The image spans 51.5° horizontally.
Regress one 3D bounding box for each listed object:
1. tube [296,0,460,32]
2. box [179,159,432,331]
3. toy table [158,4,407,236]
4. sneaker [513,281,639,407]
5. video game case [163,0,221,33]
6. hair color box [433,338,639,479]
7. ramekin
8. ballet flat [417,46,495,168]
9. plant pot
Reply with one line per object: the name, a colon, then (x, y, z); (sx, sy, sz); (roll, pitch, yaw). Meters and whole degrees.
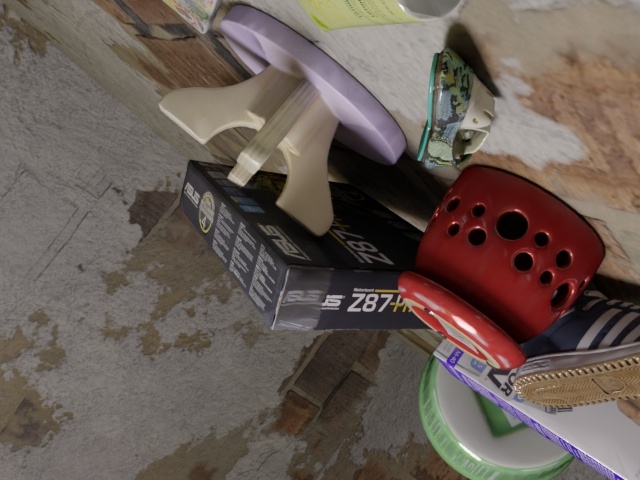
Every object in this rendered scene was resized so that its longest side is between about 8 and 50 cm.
tube: (0.022, -0.201, 0.527); (0.240, 0.062, 0.070); (-146, 51, -60)
box: (0.000, 0.000, 0.981); (0.318, 0.097, 0.395); (4, -158, -30)
toy table: (-0.047, -0.140, 0.820); (0.274, 0.161, 0.252); (37, 173, 3)
sneaker: (0.358, 0.099, 0.754); (0.282, 0.153, 0.099); (-18, 127, 43)
video game case: (-0.212, -0.351, 0.781); (0.227, 0.026, 0.206); (38, 173, -13)
hair color box: (0.346, 0.179, 0.889); (0.339, 0.185, 0.110); (31, 169, 35)
ramekin: (0.323, 0.266, 1.147); (0.303, 0.303, 0.148); (34, 164, 19)
ballet flat: (0.126, -0.116, 0.603); (0.070, 0.070, 0.188); (35, 174, 11)
plant pot: (0.194, 0.037, 0.765); (0.191, 0.174, 0.191); (38, 174, 5)
